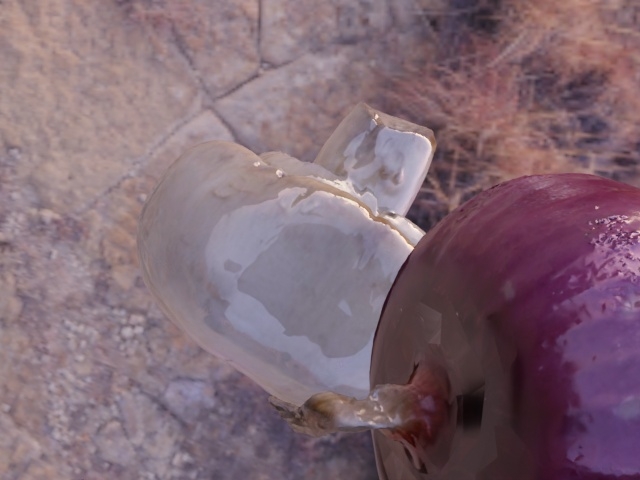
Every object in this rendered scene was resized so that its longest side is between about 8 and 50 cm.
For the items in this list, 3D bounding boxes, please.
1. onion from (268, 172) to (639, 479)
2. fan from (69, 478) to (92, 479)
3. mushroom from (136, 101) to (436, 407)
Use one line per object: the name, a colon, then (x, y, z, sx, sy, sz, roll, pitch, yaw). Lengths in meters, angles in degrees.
onion: (0.088, 0.063, 0.443, 0.153, 0.177, 0.177, 13, 90, -48)
fan: (-0.195, 0.245, 0.743, 0.244, 0.130, 0.074, -58, 174, -47)
mushroom: (0.000, 0.000, 0.902, 0.234, 0.254, 0.260, -56, 140, -5)
